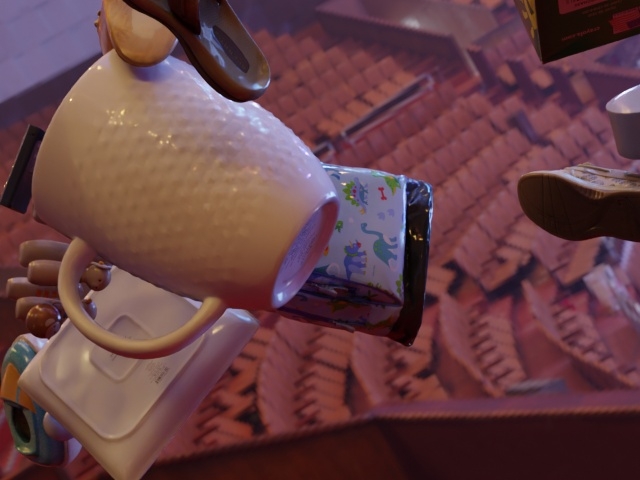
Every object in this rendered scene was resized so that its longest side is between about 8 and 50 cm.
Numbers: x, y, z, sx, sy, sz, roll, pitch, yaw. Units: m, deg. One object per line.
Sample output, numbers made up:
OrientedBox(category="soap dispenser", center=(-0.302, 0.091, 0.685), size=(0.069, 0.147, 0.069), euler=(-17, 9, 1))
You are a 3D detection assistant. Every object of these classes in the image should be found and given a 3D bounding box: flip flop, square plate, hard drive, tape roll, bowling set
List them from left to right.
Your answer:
OrientedBox(category="hard drive", center=(-0.469, -0.112, 1.817), size=(0.094, 0.022, 0.135), euler=(84, -155, -84))
OrientedBox(category="bowling set", center=(-0.394, 0.079, 1.792), size=(0.154, 0.199, 0.287), euler=(5, -36, -24))
OrientedBox(category="square plate", center=(-0.323, 0.187, 1.926), size=(0.344, 0.049, 0.347), euler=(33, 81, 36))
OrientedBox(category="flip flop", center=(-0.135, -0.261, 1.210), size=(0.080, 0.277, 0.112), euler=(-15, 37, 41))
OrientedBox(category="tape roll", center=(0.516, -0.183, 1.587), size=(0.219, 0.072, 0.219), euler=(-18, 14, 5))

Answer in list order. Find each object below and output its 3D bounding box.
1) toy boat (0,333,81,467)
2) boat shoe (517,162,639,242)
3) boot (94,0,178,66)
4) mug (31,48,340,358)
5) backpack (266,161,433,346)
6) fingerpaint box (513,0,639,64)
OrientedBox(category="toy boat", center=(-0.509, 0.310, 2.120), size=(0.148, 0.267, 0.318), euler=(-19, 11, -41))
OrientedBox(category="boat shoe", center=(0.415, -0.056, 1.669), size=(0.089, 0.104, 0.285), euler=(-26, 27, -34))
OrientedBox(category="boot", center=(-0.247, -0.282, 1.517), size=(0.104, 0.295, 0.211), euler=(8, -37, -17))
OrientedBox(category="mug", center=(-0.180, -0.023, 1.454), size=(0.374, 0.328, 0.276), euler=(-57, -15, -15))
OrientedBox(category="backpack", center=(0.000, 0.000, 1.838), size=(0.356, 0.290, 0.273), euler=(7, -22, 1))
OrientedBox(category="fingerpaint box", center=(0.407, -0.441, 1.317), size=(0.445, 0.371, 0.163), euler=(-17, -36, 5))
